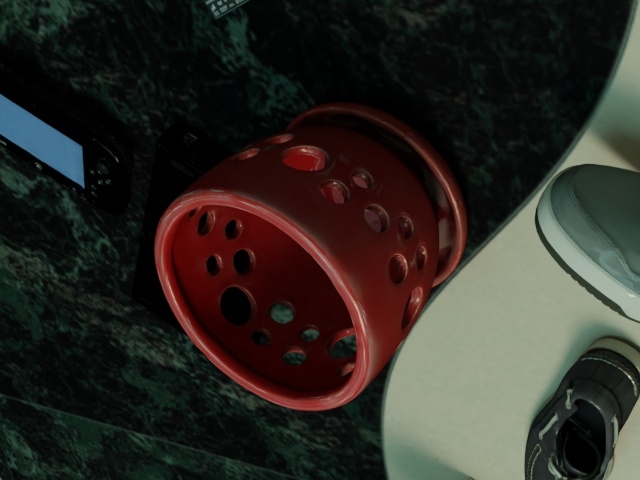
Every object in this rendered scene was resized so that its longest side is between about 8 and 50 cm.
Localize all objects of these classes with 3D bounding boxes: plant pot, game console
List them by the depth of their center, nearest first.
[{"bbox_3d":[0.000,0.000,1.045,0.191,0.174,0.191,23,137,23],"label":"plant pot"},{"bbox_3d":[-0.188,-0.047,1.268,0.361,0.044,0.213,33,139,14],"label":"game console"}]

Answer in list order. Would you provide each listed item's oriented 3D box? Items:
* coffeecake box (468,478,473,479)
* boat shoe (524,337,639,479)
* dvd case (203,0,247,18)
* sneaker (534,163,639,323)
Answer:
[{"bbox_3d":[0.129,0.321,1.210,0.142,0.185,0.068,37,140,8],"label":"coffeecake box"},{"bbox_3d":[0.194,0.160,1.107,0.075,0.065,0.206,31,139,15],"label":"boat shoe"},{"bbox_3d":[-0.083,-0.229,1.042,0.087,0.013,0.119,-20,111,48],"label":"dvd case"},{"bbox_3d":[0.281,-0.004,0.839,0.295,0.124,0.178,25,143,10],"label":"sneaker"}]
